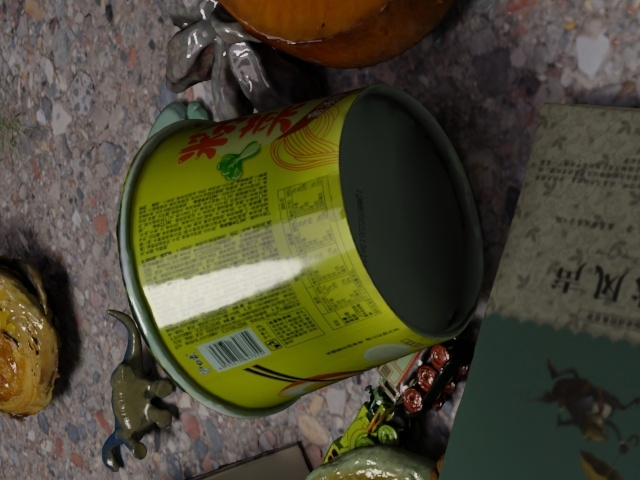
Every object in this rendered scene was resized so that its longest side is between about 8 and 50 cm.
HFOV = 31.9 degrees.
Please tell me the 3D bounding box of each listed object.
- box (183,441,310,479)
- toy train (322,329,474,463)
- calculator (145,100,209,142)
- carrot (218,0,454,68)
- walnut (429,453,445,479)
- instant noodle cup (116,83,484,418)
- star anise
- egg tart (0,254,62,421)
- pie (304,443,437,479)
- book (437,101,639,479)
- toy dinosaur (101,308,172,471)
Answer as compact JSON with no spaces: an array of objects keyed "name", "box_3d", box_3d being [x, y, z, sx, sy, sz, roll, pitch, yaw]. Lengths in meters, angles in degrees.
[{"name":"box","box_3d":[-0.159,0.361,1.346,0.333,0.173,0.145,-28,77,46]},{"name":"toy train","box_3d":[0.078,0.169,1.141,0.085,0.053,0.250,51,132,30]},{"name":"calculator","box_3d":[-0.180,-0.115,1.387,0.095,0.021,0.153,60,138,20]},{"name":"carrot","box_3d":[0.012,-0.314,1.015,0.258,0.100,0.307,0,86,17]},{"name":"walnut","box_3d":[0.182,0.245,0.966,0.207,0.167,0.167,27,117,39]},{"name":"instant noodle cup","box_3d":[0.000,0.000,1.032,0.221,0.311,0.311,-16,86,34]},{"name":"star anise","box_3d":[-0.088,-0.259,1.168,0.316,0.139,0.359,-31,80,35]},{"name":"egg tart","box_3d":[-0.478,0.131,1.696,0.297,0.132,0.297,16,118,32]},{"name":"pie","box_3d":[0.076,0.314,1.133,0.240,0.054,0.241,14,117,28]},{"name":"book","box_3d":[0.234,0.077,0.855,0.264,0.031,0.379,9,79,45]},{"name":"toy dinosaur","box_3d":[-0.274,0.208,1.526,0.188,0.075,0.248,-2,102,55]}]
